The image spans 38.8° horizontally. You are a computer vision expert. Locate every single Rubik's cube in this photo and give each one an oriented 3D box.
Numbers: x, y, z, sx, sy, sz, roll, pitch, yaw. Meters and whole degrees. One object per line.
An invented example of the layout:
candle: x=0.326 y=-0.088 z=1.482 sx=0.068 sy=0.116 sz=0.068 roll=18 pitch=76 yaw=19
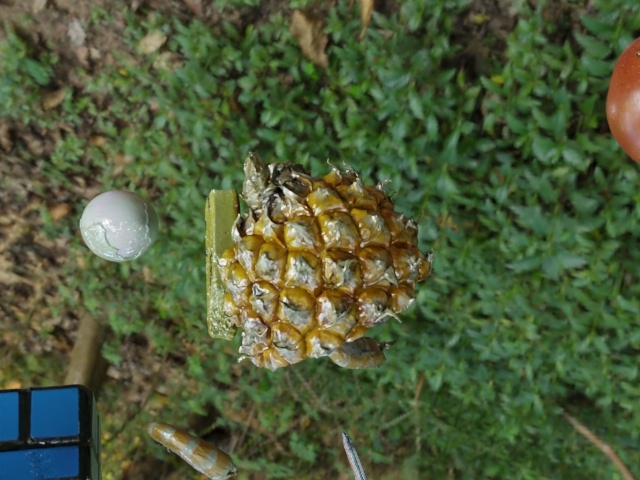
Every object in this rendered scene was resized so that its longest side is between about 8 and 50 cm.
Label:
Rubik's cube: x=-0.535 y=0.430 z=1.608 sx=0.288 sy=0.284 sz=0.293 roll=-3 pitch=157 yaw=-13

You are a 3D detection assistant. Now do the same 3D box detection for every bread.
bread: x=-0.151 y=0.038 z=1.401 sx=0.049 sy=0.226 sz=0.088 roll=1 pitch=167 yaw=-15

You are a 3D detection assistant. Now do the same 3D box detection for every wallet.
wallet: x=0.077 y=0.434 z=1.587 sx=0.020 sy=0.197 sz=0.103 roll=-19 pitch=160 yaw=-8

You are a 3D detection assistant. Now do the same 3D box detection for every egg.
egg: x=-0.494 y=-0.039 z=2.269 sx=0.217 sy=0.183 sz=0.183 roll=-9 pitch=145 yaw=42

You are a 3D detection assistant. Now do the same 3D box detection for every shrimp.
shrimp: x=0.063 y=0.160 z=1.576 sx=0.051 sy=0.133 sz=0.187 roll=-15 pitch=153 yaw=37
shrimp: x=-0.230 y=0.361 z=1.554 sx=0.161 sy=0.049 sz=0.166 roll=38 pitch=155 yaw=-19

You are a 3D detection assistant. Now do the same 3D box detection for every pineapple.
pineapple: x=-0.002 y=-0.003 z=1.278 sx=0.286 sy=0.344 sz=0.209 roll=60 pitch=158 yaw=-17

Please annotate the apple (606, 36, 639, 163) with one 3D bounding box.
apple: x=0.628 y=-0.249 z=1.592 sx=0.260 sy=0.261 sz=0.216 roll=28 pitch=172 yaw=-20
